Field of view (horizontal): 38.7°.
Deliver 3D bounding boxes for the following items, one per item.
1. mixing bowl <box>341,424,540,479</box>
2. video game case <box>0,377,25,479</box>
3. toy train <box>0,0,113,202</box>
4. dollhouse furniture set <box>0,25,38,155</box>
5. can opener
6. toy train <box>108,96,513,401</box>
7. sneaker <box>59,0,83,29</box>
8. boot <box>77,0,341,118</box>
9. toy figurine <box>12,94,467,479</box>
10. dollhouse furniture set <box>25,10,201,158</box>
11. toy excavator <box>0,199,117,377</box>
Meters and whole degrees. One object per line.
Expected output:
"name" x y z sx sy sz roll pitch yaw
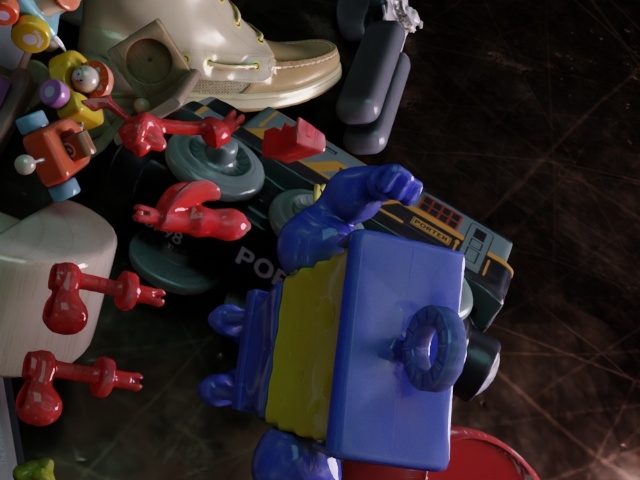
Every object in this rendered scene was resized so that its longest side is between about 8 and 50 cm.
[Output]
"mixing bowl" 0.089 0.194 0.611 0.181 0.098 0.181 12 47 -14
"video game case" -0.287 0.170 0.500 0.248 0.035 0.275 -3 52 -27
"toy train" -0.174 -0.115 0.591 0.125 0.046 0.166 -59 129 -73
"dollhouse furniture set" -0.296 -0.194 0.504 0.286 0.303 0.198 23 88 -12
"can opener" 0.055 -0.195 0.980 0.093 0.074 0.280 -5 41 17
"toy train" 0.000 0.000 0.729 0.333 0.142 0.190 30 32 5
"sneaker" -0.231 -0.276 0.841 0.305 0.152 0.114 9 26 -19
"boot" -0.094 -0.221 0.817 0.261 0.204 0.095 -10 25 -26
"toy figurine" -0.023 0.080 0.454 0.191 0.217 0.363 18 72 -33
"dollhouse furniture set" -0.198 -0.141 0.693 0.151 0.144 0.123 57 10 -18
"toy excavator" -0.399 -0.036 0.507 0.432 0.222 0.445 28 21 26
